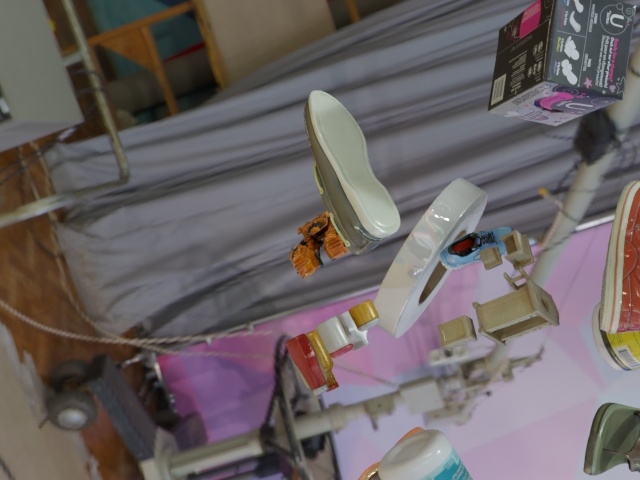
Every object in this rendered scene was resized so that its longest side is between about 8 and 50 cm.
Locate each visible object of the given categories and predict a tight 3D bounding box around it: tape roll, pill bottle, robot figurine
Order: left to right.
[{"bbox_3d":[0.000,0.000,2.446,0.085,0.211,0.291,57,9,-16],"label":"robot figurine"},{"bbox_3d":[0.245,0.041,2.010,0.072,0.392,0.392,32,-1,16],"label":"tape roll"},{"bbox_3d":[0.229,0.493,1.657,0.264,0.146,0.146,58,11,-6],"label":"pill bottle"},{"bbox_3d":[0.821,0.183,2.090,0.188,0.334,0.188,20,59,-36],"label":"pill bottle"}]

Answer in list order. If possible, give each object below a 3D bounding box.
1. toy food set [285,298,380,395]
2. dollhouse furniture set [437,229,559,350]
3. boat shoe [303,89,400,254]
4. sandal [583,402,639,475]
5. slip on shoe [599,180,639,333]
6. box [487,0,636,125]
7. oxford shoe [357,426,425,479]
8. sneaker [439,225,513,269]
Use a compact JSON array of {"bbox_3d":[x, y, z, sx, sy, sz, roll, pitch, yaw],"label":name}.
[{"bbox_3d":[0.022,0.181,1.423,0.232,0.111,0.104,-35,-101,54],"label":"toy food set"},{"bbox_3d":[0.298,0.096,1.561,0.101,0.182,0.161,30,43,-47],"label":"dollhouse furniture set"},{"bbox_3d":[0.033,-0.119,1.533,0.109,0.091,0.305,-2,59,-40],"label":"boat shoe"},{"bbox_3d":[0.548,0.343,1.541,0.303,0.086,0.120,6,94,-41],"label":"sandal"},{"bbox_3d":[0.512,0.025,1.441,0.331,0.101,0.123,-65,157,-46],"label":"slip on shoe"},{"bbox_3d":[0.396,-0.296,1.498,0.247,0.142,0.163,162,-62,-80],"label":"box"},{"bbox_3d":[0.167,0.551,1.953,0.364,0.133,0.130,-38,142,-36],"label":"oxford shoe"},{"bbox_3d":[0.324,0.011,1.822,0.073,0.162,0.063,95,-28,-68],"label":"sneaker"}]
